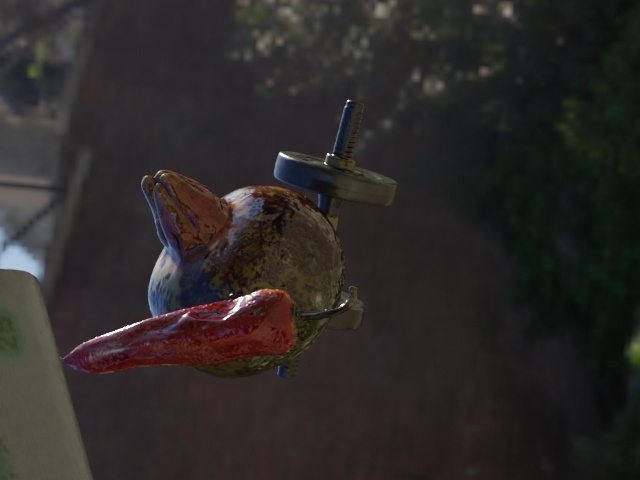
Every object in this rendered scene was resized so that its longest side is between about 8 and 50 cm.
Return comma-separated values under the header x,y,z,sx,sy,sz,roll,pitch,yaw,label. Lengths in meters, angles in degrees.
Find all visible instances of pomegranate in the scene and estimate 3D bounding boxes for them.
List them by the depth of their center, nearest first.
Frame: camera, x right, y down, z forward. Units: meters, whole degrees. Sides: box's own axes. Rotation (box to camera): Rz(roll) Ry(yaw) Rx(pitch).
x,y,z,sx,sy,sz,roll,pitch,yaw,label
-0.094,0.017,2.016,0.248,0.214,0.214,52,-155,-24,pomegranate

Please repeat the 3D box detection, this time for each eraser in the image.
x,y,z,sx,sy,sz,roll,pitch,yaw,label
-0.215,0.130,1.121,0.081,0.174,0.227,-42,57,42,eraser

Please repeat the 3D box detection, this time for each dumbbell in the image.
x,y,z,sx,sy,sz,roll,pitch,yaw,label
0.000,0.000,2.227,0.143,0.143,0.325,-53,-22,-82,dumbbell

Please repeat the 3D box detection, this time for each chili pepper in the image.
x,y,z,sx,sy,sz,roll,pitch,yaw,label
-0.098,0.077,1.660,0.050,0.268,0.059,31,-130,-79,chili pepper
